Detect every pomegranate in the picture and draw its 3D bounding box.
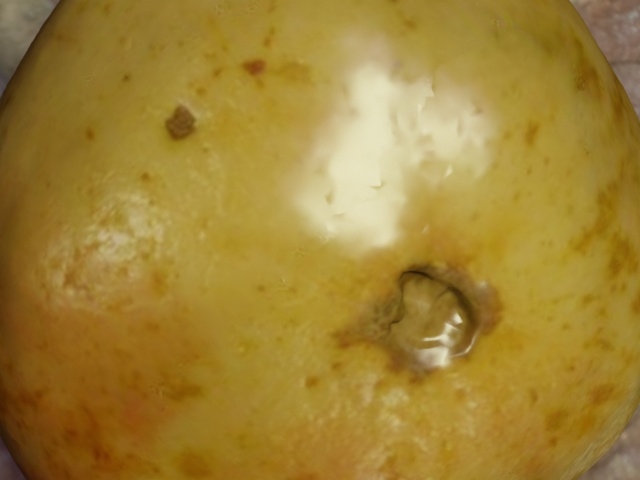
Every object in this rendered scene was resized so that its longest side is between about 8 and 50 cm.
[{"bbox_3d":[0.000,0.000,0.571,0.343,0.342,0.342,6,72,-19],"label":"pomegranate"}]
